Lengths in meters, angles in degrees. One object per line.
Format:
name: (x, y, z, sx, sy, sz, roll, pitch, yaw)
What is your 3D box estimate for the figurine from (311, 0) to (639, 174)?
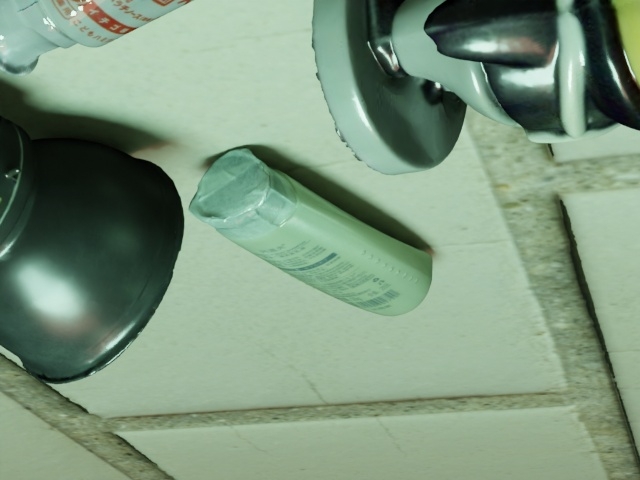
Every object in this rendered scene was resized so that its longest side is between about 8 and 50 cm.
figurine: (0.133, -0.097, 0.724, 0.236, 0.133, 0.176, -6, -177, 33)

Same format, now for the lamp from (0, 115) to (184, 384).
lamp: (-0.210, -0.030, 0.937, 0.172, 0.147, 0.227, 12, 164, 48)

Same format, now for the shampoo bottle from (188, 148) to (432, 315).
shampoo bottle: (0.000, 0.000, 1.088, 0.072, 0.049, 0.212, -9, 157, 30)

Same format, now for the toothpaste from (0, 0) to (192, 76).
toothpaste: (-0.054, -0.141, 0.745, 0.234, 0.057, 0.089, -23, 153, 25)
